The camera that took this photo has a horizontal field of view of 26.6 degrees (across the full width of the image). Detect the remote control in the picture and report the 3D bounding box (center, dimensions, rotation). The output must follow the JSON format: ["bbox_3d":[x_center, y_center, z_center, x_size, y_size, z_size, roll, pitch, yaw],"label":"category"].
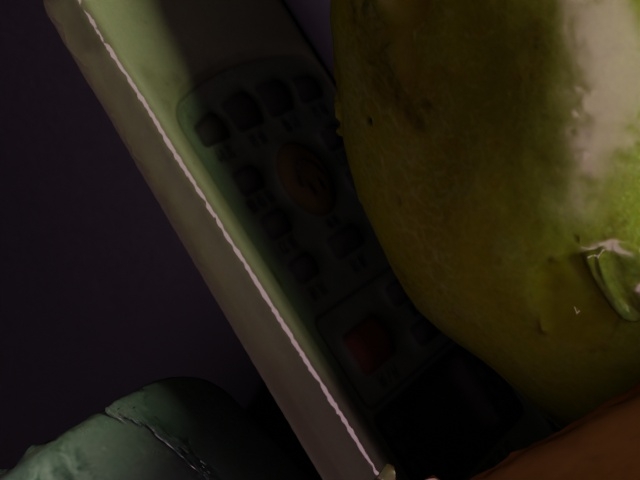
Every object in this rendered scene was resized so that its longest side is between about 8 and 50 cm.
[{"bbox_3d":[0.000,0.000,0.548,0.038,0.123,0.285,-30,89,34],"label":"remote control"}]

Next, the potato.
[{"bbox_3d":[0.091,-0.043,0.464,0.186,0.148,0.253,-19,96,30],"label":"potato"}]

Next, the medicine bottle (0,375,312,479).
[{"bbox_3d":[-0.031,0.239,0.557,0.290,0.245,0.245,41,122,20],"label":"medicine bottle"}]

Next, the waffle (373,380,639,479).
[{"bbox_3d":[0.204,0.132,0.392,0.348,0.077,0.304,-32,104,5],"label":"waffle"}]
